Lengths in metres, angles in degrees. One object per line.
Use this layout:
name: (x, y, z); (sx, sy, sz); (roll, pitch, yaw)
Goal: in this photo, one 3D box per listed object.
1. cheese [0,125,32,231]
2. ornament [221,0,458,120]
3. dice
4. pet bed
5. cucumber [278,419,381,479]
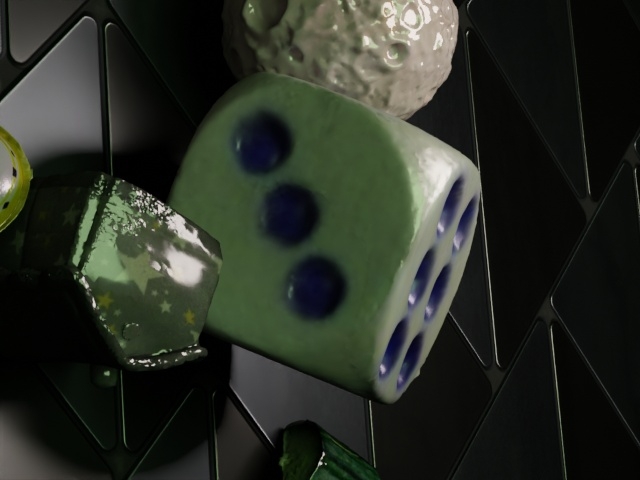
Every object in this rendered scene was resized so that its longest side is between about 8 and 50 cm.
cheese: (-0.335, -0.085, 1.637); (0.156, 0.064, 0.250); (0, 56, -6)
ornament: (0.021, -0.223, 1.969); (0.259, 0.259, 0.225); (7, 66, -48)
dice: (0.000, 0.000, 1.801); (0.259, 0.251, 0.243); (-68, 161, -2)
pet bed: (-0.214, 0.048, 1.651); (0.183, 0.211, 0.159); (34, 64, -39)
cucumber: (0.010, 0.247, 1.935); (0.115, 0.062, 0.116); (41, 31, -38)
